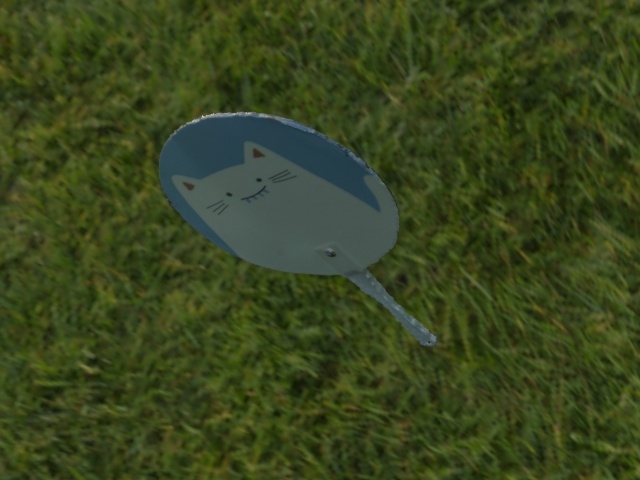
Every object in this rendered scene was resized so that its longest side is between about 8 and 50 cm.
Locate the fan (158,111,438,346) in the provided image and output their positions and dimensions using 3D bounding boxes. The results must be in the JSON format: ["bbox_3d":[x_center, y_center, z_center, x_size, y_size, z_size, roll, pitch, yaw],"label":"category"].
[{"bbox_3d":[0.000,0.000,0.673,0.113,0.175,0.005,-17,41,41],"label":"fan"}]
